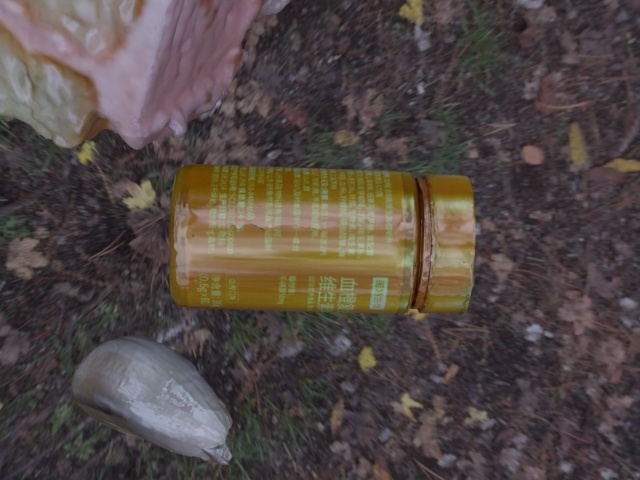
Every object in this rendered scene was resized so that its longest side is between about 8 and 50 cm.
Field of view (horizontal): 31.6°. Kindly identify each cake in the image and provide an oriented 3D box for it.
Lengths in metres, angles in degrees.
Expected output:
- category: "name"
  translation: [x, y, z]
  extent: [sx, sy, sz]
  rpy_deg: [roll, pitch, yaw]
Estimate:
- category: "cake"
  translation: [-0.155, -0.264, 0.833]
  extent: [0.293, 0.314, 0.306]
  rpy_deg: [24, 127, 9]

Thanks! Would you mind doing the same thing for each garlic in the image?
- category: "garlic"
  translation: [-0.165, 0.144, 1.071]
  extent: [0.087, 0.196, 0.101]
  rpy_deg: [-55, 141, -31]

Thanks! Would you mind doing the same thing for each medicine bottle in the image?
- category: "medicine bottle"
  translation: [0.000, 0.000, 0.742]
  extent: [0.192, 0.096, 0.096]
  rpy_deg: [3, 91, -3]
